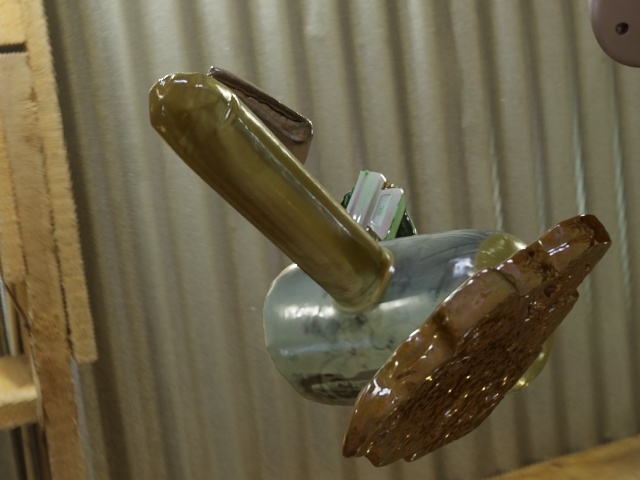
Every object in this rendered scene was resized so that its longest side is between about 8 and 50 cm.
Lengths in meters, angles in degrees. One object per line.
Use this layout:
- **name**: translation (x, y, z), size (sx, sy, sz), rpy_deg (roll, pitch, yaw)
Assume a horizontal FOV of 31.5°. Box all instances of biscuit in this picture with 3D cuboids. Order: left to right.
- **biscuit**: translation (0.052, 0.044, 0.409), size (0.119, 0.130, 0.019), rpy_deg (-37, -114, -14)

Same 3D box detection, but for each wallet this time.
- **wallet**: translation (-0.058, -0.114, 1.037), size (0.118, 0.152, 0.039), rpy_deg (31, -93, -2)

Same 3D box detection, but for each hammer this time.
- **hammer**: translation (0.000, 0.000, 0.686), size (0.305, 0.202, 0.113), rpy_deg (43, -132, -38)

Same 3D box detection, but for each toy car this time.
- **toy car**: translation (0.039, 0.046, 0.931), size (0.076, 0.224, 0.090), rpy_deg (13, -130, 10)

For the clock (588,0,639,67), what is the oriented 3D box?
- **clock**: translation (0.355, -0.270, 0.819), size (0.295, 0.113, 0.322), rpy_deg (6, -53, 8)
